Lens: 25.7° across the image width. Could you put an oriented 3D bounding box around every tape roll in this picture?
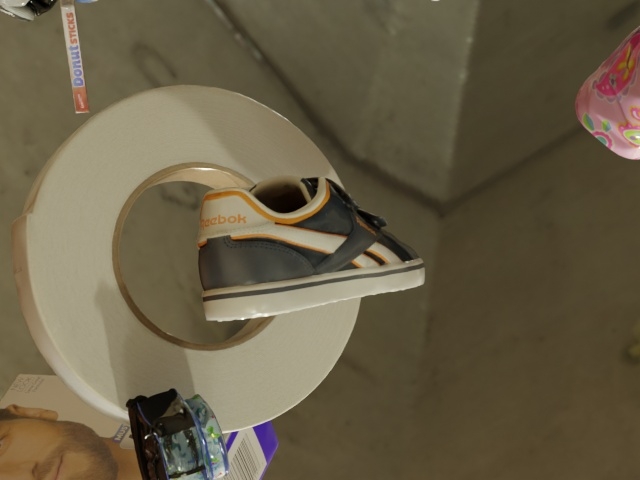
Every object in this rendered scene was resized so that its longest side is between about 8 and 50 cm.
[{"bbox_3d":[-0.140,0.022,1.546,0.392,0.072,0.392,5,-102,-25],"label":"tape roll"}]

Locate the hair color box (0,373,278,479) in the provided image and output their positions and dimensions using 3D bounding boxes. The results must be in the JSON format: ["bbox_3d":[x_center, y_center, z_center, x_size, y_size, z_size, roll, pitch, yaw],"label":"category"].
[{"bbox_3d":[-0.242,0.259,1.654,0.185,0.339,0.110,-62,-38,-46],"label":"hair color box"}]

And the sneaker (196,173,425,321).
[{"bbox_3d":[0.000,0.000,1.344,0.321,0.126,0.127,-4,-95,-60],"label":"sneaker"}]

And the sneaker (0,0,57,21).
[{"bbox_3d":[-0.293,-0.244,1.226,0.132,0.086,0.228,26,-165,-27],"label":"sneaker"}]

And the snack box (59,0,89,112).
[{"bbox_3d":[-0.351,-0.272,1.999,0.064,0.022,0.178,-108,13,-49],"label":"snack box"}]

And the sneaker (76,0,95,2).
[{"bbox_3d":[-0.333,-0.364,1.750,0.296,0.131,0.111,171,95,-78],"label":"sneaker"}]

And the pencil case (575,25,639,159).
[{"bbox_3d":[0.366,-0.178,1.407,0.124,0.284,0.124,5,-110,-14],"label":"pencil case"}]

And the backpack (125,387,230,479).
[{"bbox_3d":[-0.138,0.214,1.406,0.105,0.084,0.114,-149,49,-66],"label":"backpack"}]
